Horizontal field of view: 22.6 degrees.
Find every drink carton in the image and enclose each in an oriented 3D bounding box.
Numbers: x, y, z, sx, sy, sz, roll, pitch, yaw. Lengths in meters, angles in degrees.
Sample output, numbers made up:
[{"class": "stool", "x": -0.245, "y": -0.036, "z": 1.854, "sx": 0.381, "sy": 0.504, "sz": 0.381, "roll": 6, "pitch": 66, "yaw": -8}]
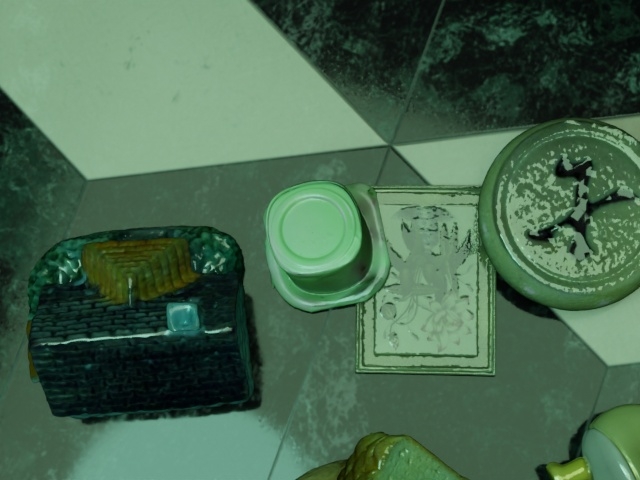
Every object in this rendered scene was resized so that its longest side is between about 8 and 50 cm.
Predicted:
[{"class": "drink carton", "x": 0.000, "y": 0.000, "z": 1.855, "sx": 0.146, "sy": 0.142, "sz": 0.144, "roll": -12, "pitch": 80, "yaw": 4}]

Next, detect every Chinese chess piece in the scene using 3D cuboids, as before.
[{"class": "Chinese chess piece", "x": 0.298, "y": -0.035, "z": 1.878, "sx": 0.237, "sy": 0.092, "sz": 0.238, "roll": 0, "pitch": 81, "yaw": -2}]

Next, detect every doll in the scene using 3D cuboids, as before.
[{"class": "doll", "x": 0.407, "y": 0.238, "z": 1.835, "sx": 0.296, "sy": 0.117, "sz": 0.141, "roll": -21, "pitch": 74, "yaw": -15}]

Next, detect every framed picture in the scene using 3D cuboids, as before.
[{"class": "framed picture", "x": 0.127, "y": 0.047, "z": 1.916, "sx": 0.173, "sy": 0.010, "sz": 0.231, "roll": 0, "pitch": 81, "yaw": 2}]

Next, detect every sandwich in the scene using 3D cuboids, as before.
[{"class": "sandwich", "x": 0.105, "y": 0.330, "z": 1.799, "sx": 0.214, "sy": 0.065, "sz": 0.186, "roll": 35, "pitch": 79, "yaw": -24}]

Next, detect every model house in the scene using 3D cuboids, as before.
[{"class": "model house", "x": -0.219, "y": 0.083, "z": 1.808, "sx": 0.261, "sy": 0.241, "sz": 0.226, "roll": -6, "pitch": 83, "yaw": 1}]

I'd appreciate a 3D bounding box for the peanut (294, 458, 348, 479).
[{"class": "peanut", "x": -0.021, "y": 0.334, "z": 1.834, "sx": 0.226, "sy": 0.095, "sz": 0.108, "roll": -42, "pitch": 115, "yaw": -10}]
